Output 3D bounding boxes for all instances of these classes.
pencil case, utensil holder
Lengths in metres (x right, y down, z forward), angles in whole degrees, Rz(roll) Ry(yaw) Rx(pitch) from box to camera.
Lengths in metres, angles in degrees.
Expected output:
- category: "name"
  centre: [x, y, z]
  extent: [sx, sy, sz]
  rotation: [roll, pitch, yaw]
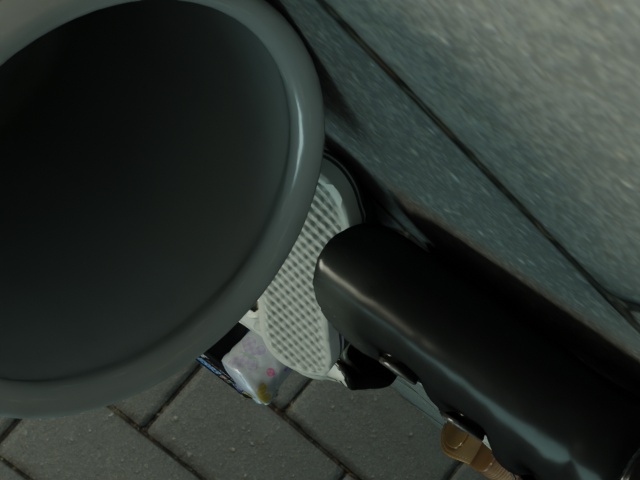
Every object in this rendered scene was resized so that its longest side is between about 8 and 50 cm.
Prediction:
- category: "pencil case"
  centre: [-0.061, 0.181, 1.924]
  extent: [0.124, 0.273, 0.113]
  rotation: [41, 167, 10]
- category: "utensil holder"
  centre: [-0.242, -0.111, 0.770]
  extent: [0.385, 0.327, 0.327]
  rotation: [39, 174, 36]

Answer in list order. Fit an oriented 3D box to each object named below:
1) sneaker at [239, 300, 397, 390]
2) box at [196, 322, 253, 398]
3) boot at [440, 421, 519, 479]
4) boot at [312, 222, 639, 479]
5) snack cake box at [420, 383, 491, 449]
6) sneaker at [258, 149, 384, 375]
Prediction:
- category: "sneaker"
  centre: [-0.048, 0.071, 1.451]
  extent: [0.447, 0.169, 0.257]
  rotation: [37, 165, -27]
- category: "box"
  centre: [-0.157, 0.125, 2.025]
  extent: [0.073, 0.295, 0.293]
  rotation: [-1, 146, 39]
- category: "boot"
  centre: [0.347, 0.392, 1.811]
  extent: [0.220, 0.109, 0.283]
  rotation: [32, 178, -15]
- category: "boot"
  centre: [0.163, 0.107, 0.759]
  extent: [0.445, 0.146, 0.367]
  rotation: [42, 174, 36]
- category: "snack cake box"
  centre: [0.215, 0.185, 1.123]
  extent: [0.152, 0.089, 0.264]
  rotation: [44, 173, -9]
- category: "sneaker"
  centre: [0.000, 0.000, 1.025]
  extent: [0.126, 0.127, 0.321]
  rotation: [25, 145, 15]
